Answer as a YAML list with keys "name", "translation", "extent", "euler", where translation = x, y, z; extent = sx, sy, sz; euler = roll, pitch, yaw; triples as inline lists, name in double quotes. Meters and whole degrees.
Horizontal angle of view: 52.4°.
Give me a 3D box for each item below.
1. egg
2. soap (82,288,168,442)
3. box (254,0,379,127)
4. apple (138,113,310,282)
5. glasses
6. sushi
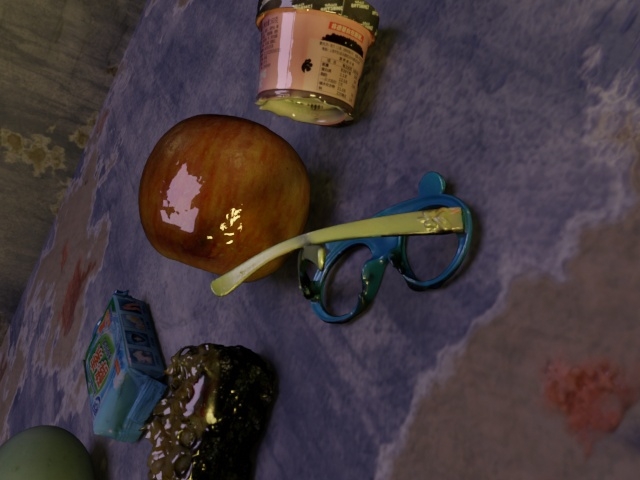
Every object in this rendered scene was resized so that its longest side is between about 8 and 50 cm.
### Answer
- name: "egg"
  translation: [-0.495, 0.458, 1.122]
  extent: [0.203, 0.203, 0.282]
  euler: [-47, 32, 34]
- name: "soap"
  translation: [-0.352, 0.216, 1.151]
  extent: [0.156, 0.077, 0.293]
  euler: [-62, 32, 14]
- name: "box"
  translation: [-0.010, -0.218, 0.796]
  extent: [0.151, 0.151, 0.135]
  euler: [2, 84, 57]
- name: "apple"
  translation: [-0.117, -0.050, 0.803]
  extent: [0.211, 0.211, 0.188]
  euler: [9, 75, 58]
- name: "glasses"
  translation: [0.016, 0.034, 0.620]
  extent: [0.239, 0.207, 0.102]
  euler: [-29, 87, 50]
- name: "sushi"
  translation: [-0.147, 0.225, 0.794]
  extent: [0.147, 0.115, 0.212]
  euler: [19, 91, 58]
